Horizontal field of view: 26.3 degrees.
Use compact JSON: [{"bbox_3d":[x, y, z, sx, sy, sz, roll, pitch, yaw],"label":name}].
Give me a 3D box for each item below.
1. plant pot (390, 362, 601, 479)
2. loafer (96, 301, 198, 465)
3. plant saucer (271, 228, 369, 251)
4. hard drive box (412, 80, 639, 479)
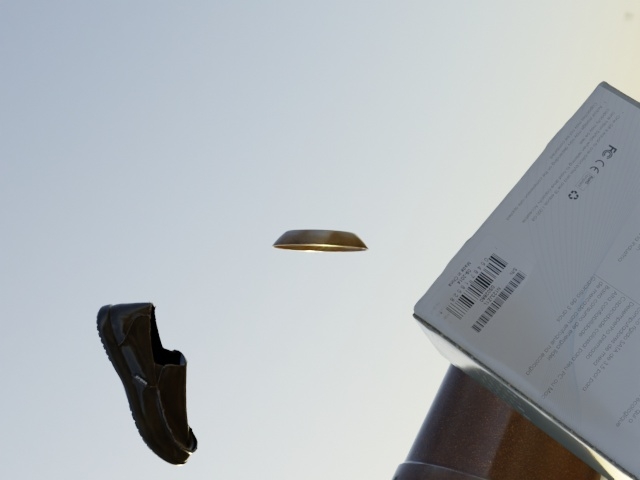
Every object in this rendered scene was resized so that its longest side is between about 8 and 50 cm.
[{"bbox_3d":[0.143,0.156,1.023,0.167,0.167,0.165,68,-139,-68],"label":"plant pot"},{"bbox_3d":[-0.192,0.169,1.636,0.080,0.078,0.220,-86,-26,-71],"label":"loafer"},{"bbox_3d":[0.000,0.000,1.163,0.083,0.083,0.015,18,-107,-77],"label":"plant saucer"},{"bbox_3d":[0.200,0.049,0.767,0.181,0.232,0.089,-49,-28,-6],"label":"hard drive box"}]
